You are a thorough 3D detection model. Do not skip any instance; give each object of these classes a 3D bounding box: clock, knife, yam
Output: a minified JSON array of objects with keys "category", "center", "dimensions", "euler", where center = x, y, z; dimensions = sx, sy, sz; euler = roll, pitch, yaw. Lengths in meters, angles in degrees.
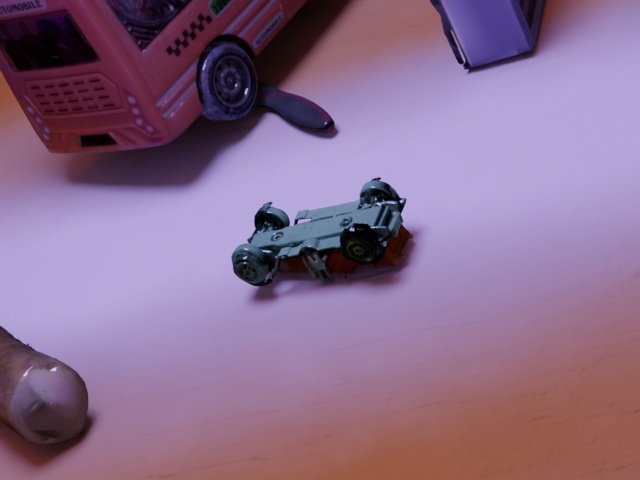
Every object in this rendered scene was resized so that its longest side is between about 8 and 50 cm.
[{"category":"clock","center":[0.147,-0.268,1.486],"dimensions":[0.073,0.144,0.193],"euler":[-12,37,24]},{"category":"knife","center":[-0.054,-0.134,1.572],"dimensions":[0.035,0.018,0.247],"euler":[-41,32,-14]},{"category":"yam","center":[-0.301,0.081,1.397],"dimensions":[0.081,0.081,0.357],"euler":[-40,35,-19]}]

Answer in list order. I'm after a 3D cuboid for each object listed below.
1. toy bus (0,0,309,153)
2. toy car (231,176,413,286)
[{"category":"toy bus","center":[-0.131,-0.280,1.611],"dimensions":[0.203,0.233,0.427],"euler":[0,41,42]},{"category":"toy car","center":[0.000,0.000,1.312],"dimensions":[0.143,0.054,0.073],"euler":[-13,34,29]}]
